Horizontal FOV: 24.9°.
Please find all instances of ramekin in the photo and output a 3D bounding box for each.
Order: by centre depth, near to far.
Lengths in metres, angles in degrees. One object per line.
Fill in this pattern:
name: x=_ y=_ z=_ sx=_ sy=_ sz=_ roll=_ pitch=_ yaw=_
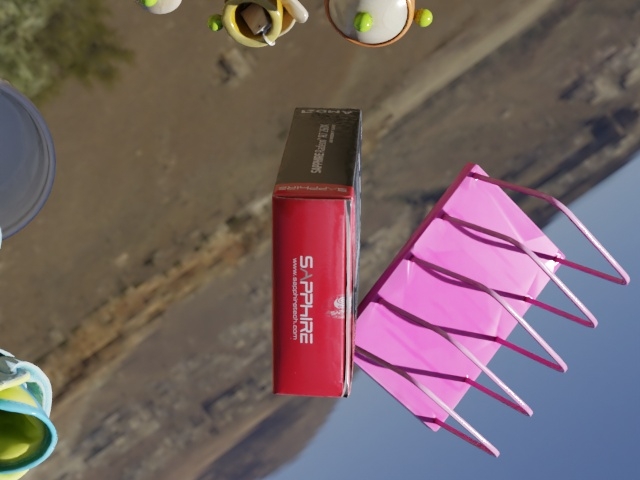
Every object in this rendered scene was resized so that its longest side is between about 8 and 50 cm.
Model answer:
ramekin: x=-0.413 y=-0.103 z=1.670 sx=0.207 sy=0.207 sz=0.109 roll=-36 pitch=-156 yaw=1

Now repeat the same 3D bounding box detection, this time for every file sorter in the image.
file sorter: x=0.206 y=0.090 z=1.778 sx=0.290 sy=0.202 sz=0.182 roll=-52 pitch=-150 yaw=-9

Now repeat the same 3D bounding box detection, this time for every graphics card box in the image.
graphics card box: x=0.000 y=0.000 z=1.673 sx=0.094 sy=0.232 sz=0.371 roll=1 pitch=-159 yaw=4

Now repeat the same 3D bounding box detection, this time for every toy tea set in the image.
toy tea set: x=-0.049 y=-0.280 z=1.546 sx=0.336 sy=0.200 sz=0.124 roll=-12 pitch=-145 yaw=24

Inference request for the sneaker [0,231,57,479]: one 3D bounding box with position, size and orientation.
sneaker: x=-0.278 y=0.090 z=1.144 sx=0.319 sy=0.208 sz=0.127 roll=-67 pitch=159 yaw=-46
